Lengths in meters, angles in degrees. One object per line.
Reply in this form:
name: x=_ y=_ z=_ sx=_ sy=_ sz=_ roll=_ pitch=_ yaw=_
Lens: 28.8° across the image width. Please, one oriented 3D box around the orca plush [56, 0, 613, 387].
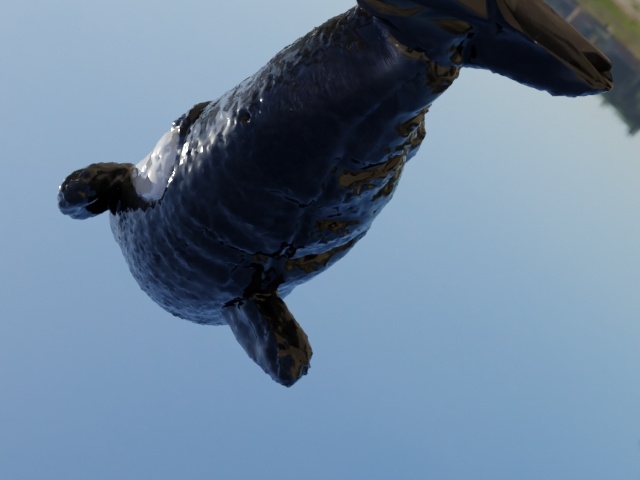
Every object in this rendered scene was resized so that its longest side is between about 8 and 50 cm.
orca plush: x=0.000 y=0.000 z=0.471 sx=0.151 sy=0.287 sz=0.102 roll=-6 pitch=-102 yaw=-39
